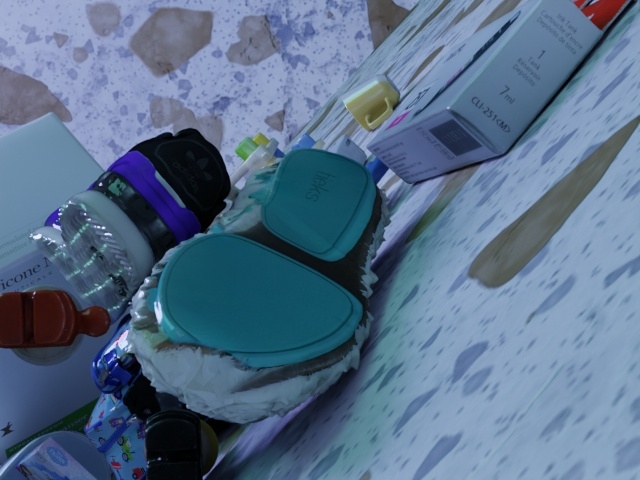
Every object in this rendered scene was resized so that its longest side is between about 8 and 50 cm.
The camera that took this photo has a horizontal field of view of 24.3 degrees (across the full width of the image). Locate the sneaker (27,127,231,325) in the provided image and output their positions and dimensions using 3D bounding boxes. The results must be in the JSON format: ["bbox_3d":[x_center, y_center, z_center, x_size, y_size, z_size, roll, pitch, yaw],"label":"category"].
[{"bbox_3d":[-0.140,-0.020,1.203,0.146,0.102,0.293,-43,8,-18],"label":"sneaker"}]

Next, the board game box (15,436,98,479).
[{"bbox_3d":[-0.230,0.223,1.352,0.020,0.090,0.090,-50,6,-31],"label":"board game box"}]

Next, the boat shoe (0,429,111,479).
[{"bbox_3d":[-0.360,0.322,1.435,0.367,0.136,0.156,-47,6,-16],"label":"boat shoe"}]

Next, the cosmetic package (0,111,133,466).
[{"bbox_3d":[-0.294,0.074,1.489,0.197,0.155,0.365,-30,-31,-23],"label":"cosmetic package"}]

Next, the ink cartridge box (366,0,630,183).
[{"bbox_3d":[0.161,-0.159,1.217,0.239,0.060,0.275,-50,7,-9],"label":"ink cartridge box"}]

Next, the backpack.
[{"bbox_3d":[-0.128,0.115,1.226,0.173,0.117,0.158,-45,7,28],"label":"backpack"}]

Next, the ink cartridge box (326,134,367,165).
[{"bbox_3d":[-0.041,-0.012,1.711,0.223,0.045,0.224,-46,7,15],"label":"ink cartridge box"}]

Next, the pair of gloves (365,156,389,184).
[{"bbox_3d":[0.000,0.000,1.379,0.198,0.023,0.159,-52,0,40],"label":"pair of gloves"}]

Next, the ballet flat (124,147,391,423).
[{"bbox_3d":[-0.034,0.052,1.033,0.147,0.147,0.409,-45,3,23],"label":"ballet flat"}]

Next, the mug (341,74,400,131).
[{"bbox_3d":[0.075,-0.181,1.968,0.064,0.078,0.062,-37,-24,13],"label":"mug"}]

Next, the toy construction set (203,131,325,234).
[{"bbox_3d":[-0.119,-0.032,1.933,0.215,0.151,0.328,-44,-6,25],"label":"toy construction set"}]

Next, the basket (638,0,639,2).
[{"bbox_3d":[0.234,-0.229,0.952,0.113,0.103,0.167,-43,8,40],"label":"basket"}]

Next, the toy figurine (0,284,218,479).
[{"bbox_3d":[-0.195,0.151,1.042,0.213,0.209,0.148,-50,0,-8],"label":"toy figurine"}]
